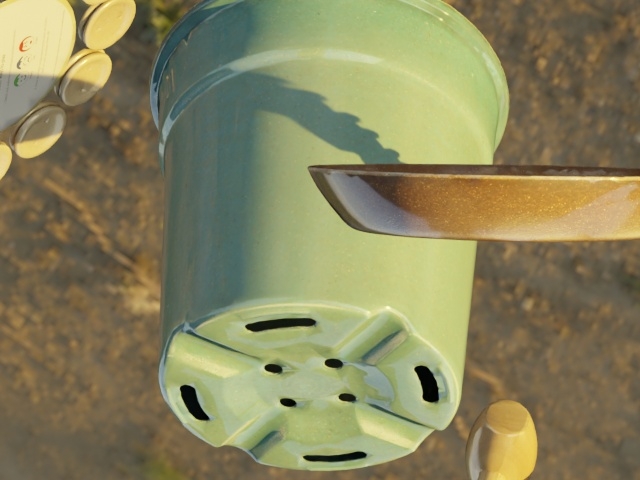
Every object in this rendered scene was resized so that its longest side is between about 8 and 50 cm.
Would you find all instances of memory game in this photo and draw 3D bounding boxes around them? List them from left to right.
[{"bbox_3d":[-0.168,-0.091,0.853,0.012,0.186,0.186,43,152,20],"label":"memory game"}]

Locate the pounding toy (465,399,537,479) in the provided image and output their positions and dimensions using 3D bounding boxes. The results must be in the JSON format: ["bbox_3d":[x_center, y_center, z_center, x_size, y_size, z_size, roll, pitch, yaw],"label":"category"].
[{"bbox_3d":[0.127,0.229,0.835,0.154,0.270,0.154,-16,145,-9],"label":"pounding toy"}]

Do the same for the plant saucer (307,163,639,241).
[{"bbox_3d":[0.078,-0.017,0.698,0.168,0.029,0.168,2,-176,0],"label":"plant saucer"}]

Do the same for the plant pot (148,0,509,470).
[{"bbox_3d":[0.000,0.000,1.453,0.341,0.334,0.341,2,142,2],"label":"plant pot"}]
